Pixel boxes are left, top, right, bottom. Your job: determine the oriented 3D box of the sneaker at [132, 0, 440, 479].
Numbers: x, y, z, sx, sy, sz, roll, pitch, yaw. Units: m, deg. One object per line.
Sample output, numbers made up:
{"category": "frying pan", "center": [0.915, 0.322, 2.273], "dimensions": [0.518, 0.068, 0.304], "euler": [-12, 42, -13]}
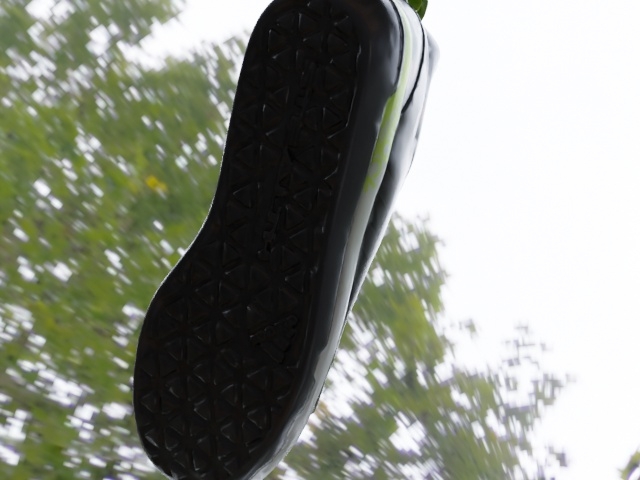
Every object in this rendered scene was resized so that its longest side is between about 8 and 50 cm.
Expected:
{"category": "sneaker", "center": [0.000, 0.000, 0.827], "dimensions": [0.084, 0.097, 0.235], "euler": [27, -78, 27]}
